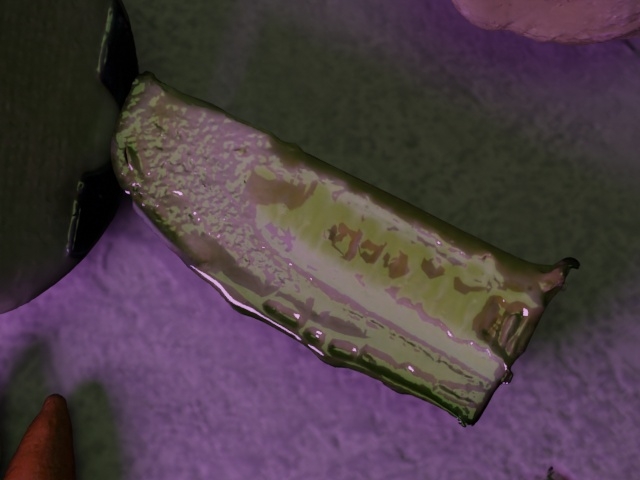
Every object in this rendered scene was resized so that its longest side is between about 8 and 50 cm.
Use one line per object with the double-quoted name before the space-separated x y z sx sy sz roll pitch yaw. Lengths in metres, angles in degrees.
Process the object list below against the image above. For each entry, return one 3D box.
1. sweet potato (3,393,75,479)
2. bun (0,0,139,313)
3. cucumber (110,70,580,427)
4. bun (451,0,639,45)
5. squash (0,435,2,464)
"sweet potato" -0.195 0.201 0.677 0.055 0.058 0.202 19 72 -16
"bun" -0.268 -0.095 0.685 0.187 0.293 0.293 -2 69 36
"cucumber" -0.001 0.002 0.714 0.325 0.105 0.145 28 81 7
"bun" 0.185 -0.252 0.769 0.260 0.152 0.259 -1 60 2
"squash" -0.265 0.179 0.669 0.094 0.094 0.224 19 69 6
